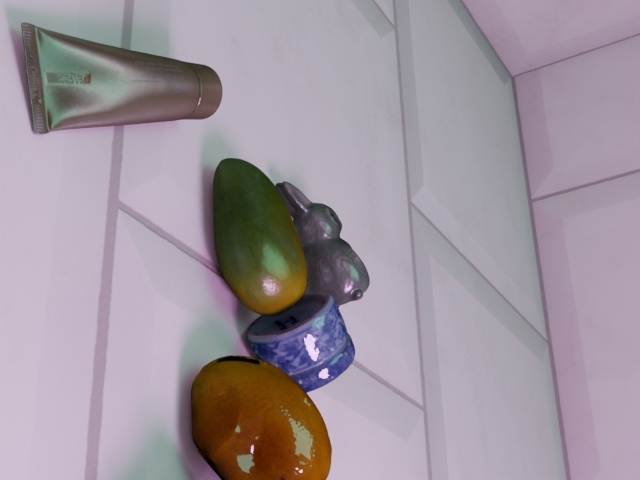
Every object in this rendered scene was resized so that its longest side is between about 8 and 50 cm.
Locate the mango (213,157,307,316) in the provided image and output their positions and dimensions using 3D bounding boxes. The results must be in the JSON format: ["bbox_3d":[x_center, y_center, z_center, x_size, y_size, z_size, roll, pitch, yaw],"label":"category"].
[{"bbox_3d":[-0.100,-0.005,1.579,0.156,0.114,0.251,9,54,-50],"label":"mango"}]

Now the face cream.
[{"bbox_3d":[-0.265,-0.208,1.400,0.341,0.084,0.137,-7,91,-58],"label":"face cream"}]

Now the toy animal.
[{"bbox_3d":[0.009,0.002,1.779,0.108,0.138,0.236,-17,95,-32],"label":"toy animal"}]

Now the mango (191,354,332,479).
[{"bbox_3d":[-0.082,0.262,1.409,0.166,0.136,0.236,-40,94,-18],"label":"mango"}]

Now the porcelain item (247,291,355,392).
[{"bbox_3d":[-0.027,0.160,1.578,0.114,0.147,0.147,67,26,-15],"label":"porcelain item"}]
